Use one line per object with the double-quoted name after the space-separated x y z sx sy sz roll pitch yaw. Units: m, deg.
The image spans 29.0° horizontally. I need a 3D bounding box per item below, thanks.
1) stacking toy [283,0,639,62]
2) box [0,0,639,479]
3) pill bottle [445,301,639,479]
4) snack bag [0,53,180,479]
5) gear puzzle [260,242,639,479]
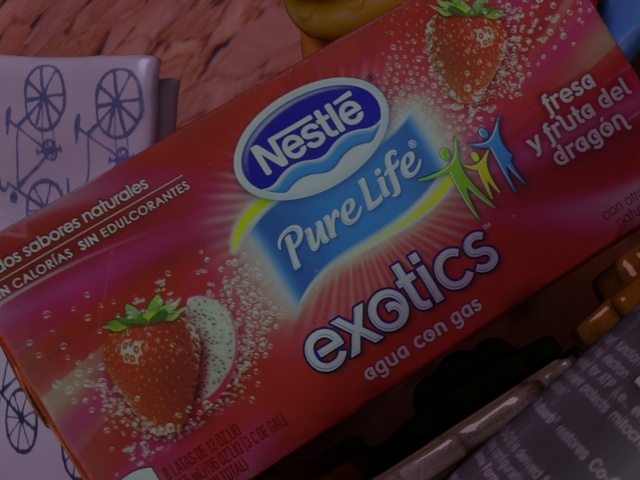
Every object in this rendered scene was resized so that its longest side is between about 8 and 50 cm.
0.018 -0.169 0.617 0.166 0.302 0.175 -45 36 -1 "stacking toy"
0.000 0.000 0.499 0.257 0.123 0.128 -32 -1 -12 "box"
0.148 0.078 0.361 0.278 0.162 0.162 -43 35 3 "pill bottle"
-0.212 0.053 0.672 0.342 0.037 0.323 11 96 40 "snack bag"
0.026 0.079 0.493 0.339 0.175 0.044 -36 80 12 "gear puzzle"
